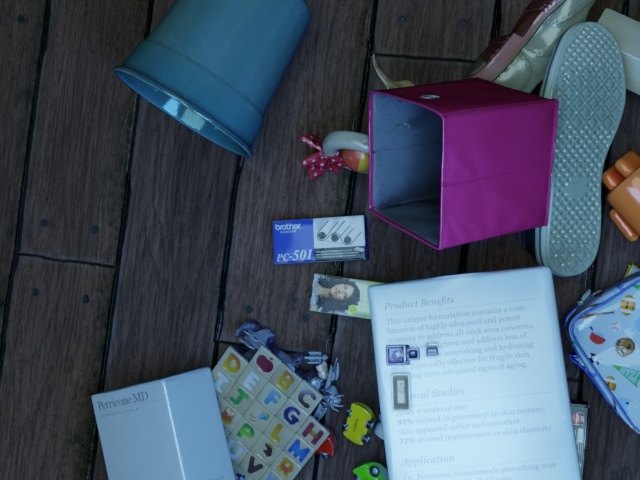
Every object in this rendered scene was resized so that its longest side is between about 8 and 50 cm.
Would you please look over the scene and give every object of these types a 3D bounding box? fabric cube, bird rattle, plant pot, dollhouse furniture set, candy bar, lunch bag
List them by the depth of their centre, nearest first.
[{"bbox_3d":[0.153,0.228,1.454,0.091,0.081,0.114,-2,80,7],"label":"dollhouse furniture set"},{"bbox_3d":[0.264,-0.159,1.664,0.258,0.254,0.259,-12,114,-24],"label":"fabric cube"},{"bbox_3d":[0.635,0.219,1.734,0.243,0.115,0.303,-34,88,10],"label":"lunch bag"},{"bbox_3d":[0.623,0.123,1.797,0.040,0.018,0.161,24,92,9],"label":"candy bar"},{"bbox_3d":[0.077,-0.186,1.844,0.253,0.207,0.143,25,75,3],"label":"bird rattle"},{"bbox_3d":[-0.209,-0.407,1.857,0.341,0.341,0.334,30,86,12],"label":"plant pot"}]

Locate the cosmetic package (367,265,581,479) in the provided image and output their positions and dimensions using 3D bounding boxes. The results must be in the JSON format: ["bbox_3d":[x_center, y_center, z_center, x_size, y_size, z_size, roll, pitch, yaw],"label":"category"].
[{"bbox_3d":[0.276,0.273,1.640,0.329,0.327,0.393,-6,80,6],"label":"cosmetic package"}]

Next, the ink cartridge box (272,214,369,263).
[{"bbox_3d":[0.000,0.000,1.922,0.207,0.046,0.097,-4,86,12],"label":"ink cartridge box"}]

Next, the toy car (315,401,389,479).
[{"bbox_3d":[0.081,0.457,1.850,0.239,0.053,0.225,-36,89,42],"label":"toy car"}]

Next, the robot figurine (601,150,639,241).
[{"bbox_3d":[0.665,-0.076,1.741,0.158,0.128,0.219,-41,80,7],"label":"robot figurine"}]

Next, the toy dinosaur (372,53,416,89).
[{"bbox_3d":[0.165,-0.319,1.907,0.183,0.053,0.092,37,80,4],"label":"toy dinosaur"}]

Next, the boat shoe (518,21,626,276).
[{"bbox_3d":[0.484,-0.181,1.739,0.187,0.156,0.500,1,100,-17],"label":"boat shoe"}]

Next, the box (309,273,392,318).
[{"bbox_3d":[0.097,0.127,1.889,0.232,0.058,0.087,6,89,12],"label":"box"}]

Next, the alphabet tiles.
[{"bbox_3d":[-0.146,0.399,1.895,0.285,0.011,0.342,40,115,11],"label":"alphabet tiles"}]

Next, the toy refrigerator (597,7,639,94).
[{"bbox_3d":[0.668,-0.353,1.758,0.269,0.094,0.102,28,61,11],"label":"toy refrigerator"}]

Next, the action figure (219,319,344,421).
[{"bbox_3d":[-0.071,0.292,1.892,0.285,0.099,0.185,28,108,18],"label":"action figure"}]

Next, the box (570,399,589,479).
[{"bbox_3d":[0.435,0.457,1.802,0.216,0.060,0.270,5,88,12],"label":"box"}]

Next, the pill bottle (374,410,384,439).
[{"bbox_3d":[0.171,0.360,1.853,0.078,0.078,0.137,25,93,12],"label":"pill bottle"}]

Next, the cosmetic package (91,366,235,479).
[{"bbox_3d":[-0.317,0.523,1.876,0.230,0.161,0.453,-18,83,32],"label":"cosmetic package"}]

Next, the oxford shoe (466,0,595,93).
[{"bbox_3d":[0.489,-0.435,1.812,0.397,0.140,0.146,-44,103,8],"label":"oxford shoe"}]
